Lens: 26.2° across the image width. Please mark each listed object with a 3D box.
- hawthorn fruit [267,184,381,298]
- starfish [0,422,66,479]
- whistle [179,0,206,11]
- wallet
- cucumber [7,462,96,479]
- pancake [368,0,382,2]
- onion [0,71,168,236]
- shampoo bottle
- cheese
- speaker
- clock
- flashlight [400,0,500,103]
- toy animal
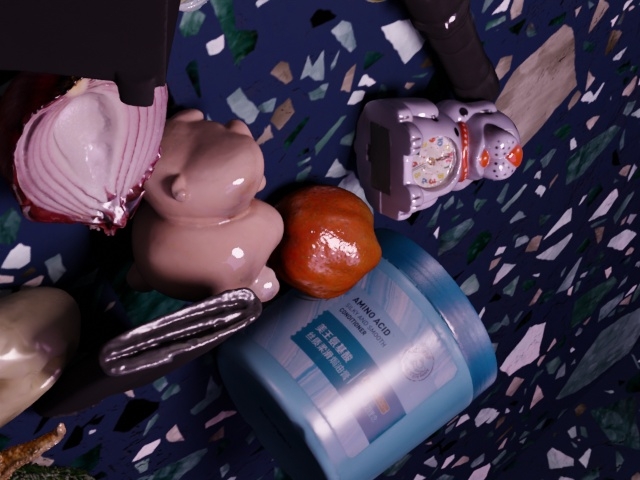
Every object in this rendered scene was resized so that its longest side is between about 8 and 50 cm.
[{"bbox_3d":[0.000,0.000,2.097,0.189,0.189,0.189,-33,148,-25],"label":"hawthorn fruit"},{"bbox_3d":[-0.451,0.320,1.746,0.302,0.060,0.299,-43,163,27],"label":"starfish"},{"bbox_3d":[-0.144,-0.349,1.454,0.133,0.142,0.346,-47,-178,-40],"label":"whistle"},{"bbox_3d":[-0.242,0.160,1.849,0.228,0.062,0.406,-22,174,-26],"label":"wallet"},{"bbox_3d":[-0.442,0.371,2.038,0.096,0.096,0.359,-51,153,5],"label":"cucumber"},{"bbox_3d":[0.096,-0.377,1.927,0.108,0.017,0.108,-32,144,-28],"label":"pancake"},{"bbox_3d":[-0.287,-0.118,1.617,0.227,0.120,0.283,-35,145,-26],"label":"onion"},{"bbox_3d":[0.053,0.207,2.253,0.343,0.331,0.331,-36,149,-18],"label":"shampoo bottle"},{"bbox_3d":[-0.475,0.158,1.683,0.351,0.129,0.328,-44,153,-4],"label":"cheese"},{"bbox_3d":[-0.243,-0.286,1.321,0.232,0.184,0.254,5,136,-2],"label":"speaker"},{"bbox_3d":[0.201,-0.141,2.127,0.254,0.189,0.188,-9,136,-23],"label":"clock"},{"bbox_3d":[0.191,-0.309,2.041,0.103,0.103,0.424,-47,156,-2],"label":"flashlight"},{"bbox_3d":[-0.152,-0.042,1.807,0.221,0.210,0.229,71,30,-66],"label":"toy animal"}]
